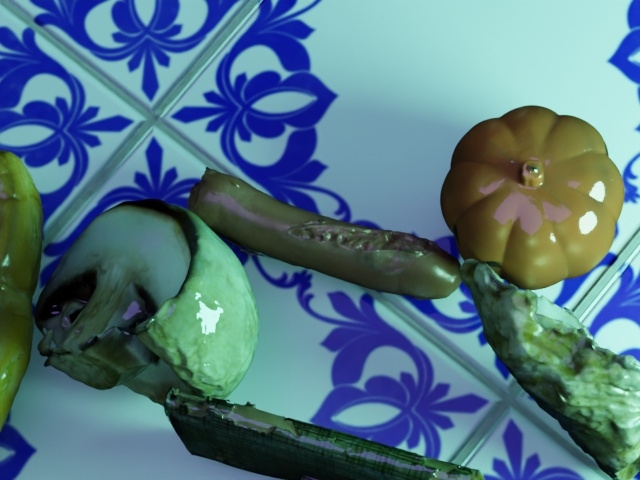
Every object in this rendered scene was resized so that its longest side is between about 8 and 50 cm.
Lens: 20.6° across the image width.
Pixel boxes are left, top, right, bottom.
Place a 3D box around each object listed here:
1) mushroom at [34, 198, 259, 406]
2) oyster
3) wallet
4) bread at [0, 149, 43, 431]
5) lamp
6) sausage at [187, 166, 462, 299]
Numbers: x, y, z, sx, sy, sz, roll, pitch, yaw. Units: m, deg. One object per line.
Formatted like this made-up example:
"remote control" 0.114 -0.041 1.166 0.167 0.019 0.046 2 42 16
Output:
"mushroom" -0.158 0.073 1.793 0.267 0.164 0.189 -13 46 47
"oyster" 0.269 0.146 1.711 0.341 0.166 0.110 42 82 -20
"wallet" 0.008 0.218 1.725 0.317 0.169 0.044 14 71 10
"bread" -0.451 0.073 1.827 0.337 0.148 0.328 -6 68 11
"lamp" 0.213 -0.046 1.774 0.187 0.164 0.188 -2 72 7
"sausage" 0.000 -0.001 1.837 0.304 0.078 0.078 19 78 12
